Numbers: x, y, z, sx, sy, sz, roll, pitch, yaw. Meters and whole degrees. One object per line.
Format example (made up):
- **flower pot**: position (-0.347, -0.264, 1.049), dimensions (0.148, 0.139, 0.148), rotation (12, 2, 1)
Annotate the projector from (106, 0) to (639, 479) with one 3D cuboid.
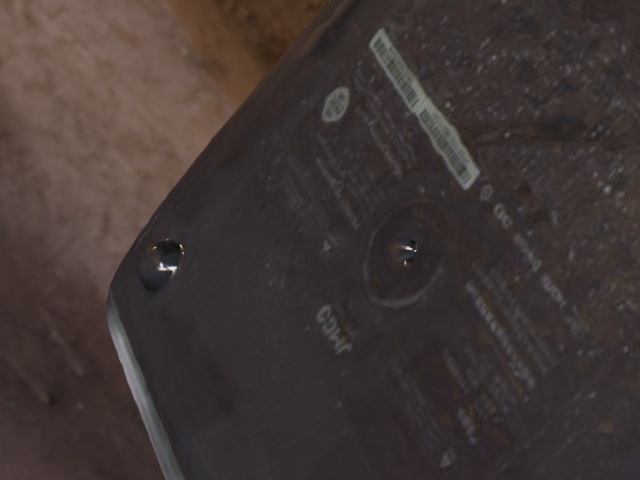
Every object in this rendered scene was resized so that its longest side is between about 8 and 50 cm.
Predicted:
- **projector**: position (0.119, 0.041, 0.901), dimensions (0.242, 0.405, 0.395), rotation (26, 24, -38)
